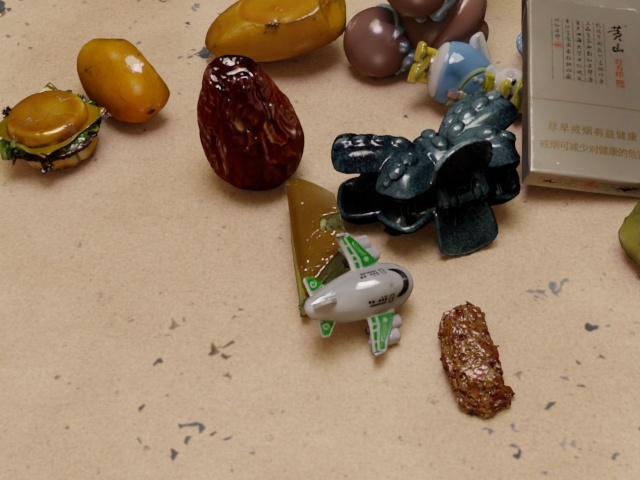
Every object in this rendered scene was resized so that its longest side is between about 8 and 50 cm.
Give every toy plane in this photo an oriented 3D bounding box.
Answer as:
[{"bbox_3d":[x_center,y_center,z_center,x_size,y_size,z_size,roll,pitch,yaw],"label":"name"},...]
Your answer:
[{"bbox_3d":[0.054,0.073,1.347,0.174,0.080,0.174,8,71,-26],"label":"toy plane"}]

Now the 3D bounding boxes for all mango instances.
[{"bbox_3d":[-0.353,-0.279,1.704,0.102,0.141,0.217,-38,52,-21],"label":"mango"},{"bbox_3d":[-0.086,-0.392,1.795,0.257,0.138,0.187,-9,39,27],"label":"mango"}]

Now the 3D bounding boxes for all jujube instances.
[{"bbox_3d":[-0.111,-0.183,1.534,0.168,0.236,0.168,-6,48,7],"label":"jujube"}]

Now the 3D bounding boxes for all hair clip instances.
[{"bbox_3d":[0.176,-0.101,1.493,0.310,0.194,0.206,-20,36,-12],"label":"hair clip"}]

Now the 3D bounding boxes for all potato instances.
[{"bbox_3d":[0.501,-0.024,1.451,0.105,0.085,0.188,25,48,22],"label":"potato"}]

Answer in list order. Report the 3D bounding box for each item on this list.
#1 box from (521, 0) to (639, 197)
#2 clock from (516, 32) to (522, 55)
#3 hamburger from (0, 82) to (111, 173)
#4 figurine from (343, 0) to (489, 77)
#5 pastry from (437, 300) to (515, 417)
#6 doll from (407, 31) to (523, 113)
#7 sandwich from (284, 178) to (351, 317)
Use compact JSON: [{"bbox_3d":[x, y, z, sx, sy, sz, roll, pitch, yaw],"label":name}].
[{"bbox_3d":[0.427,-0.247,1.598,0.205,0.051,0.365,7,65,-2],"label":"box"},{"bbox_3d":[0.453,-0.349,1.757,0.194,0.100,0.195,-21,47,-14],"label":"clock"},{"bbox_3d":[-0.445,-0.177,1.645,0.189,0.093,0.164,-34,51,-26],"label":"hamburger"},{"bbox_3d":[0.211,-0.468,1.795,0.248,0.276,0.388,22,49,-9],"label":"figurine"},{"bbox_3d":[0.201,0.150,1.312,0.087,0.063,0.169,-8,45,-8],"label":"pastry"},{"bbox_3d":[0.271,-0.269,1.671,0.241,0.099,0.135,16,70,4],"label":"doll"},{"bbox_3d":[0.000,0.000,1.450,0.088,0.090,0.244,-8,46,0],"label":"sandwich"}]
